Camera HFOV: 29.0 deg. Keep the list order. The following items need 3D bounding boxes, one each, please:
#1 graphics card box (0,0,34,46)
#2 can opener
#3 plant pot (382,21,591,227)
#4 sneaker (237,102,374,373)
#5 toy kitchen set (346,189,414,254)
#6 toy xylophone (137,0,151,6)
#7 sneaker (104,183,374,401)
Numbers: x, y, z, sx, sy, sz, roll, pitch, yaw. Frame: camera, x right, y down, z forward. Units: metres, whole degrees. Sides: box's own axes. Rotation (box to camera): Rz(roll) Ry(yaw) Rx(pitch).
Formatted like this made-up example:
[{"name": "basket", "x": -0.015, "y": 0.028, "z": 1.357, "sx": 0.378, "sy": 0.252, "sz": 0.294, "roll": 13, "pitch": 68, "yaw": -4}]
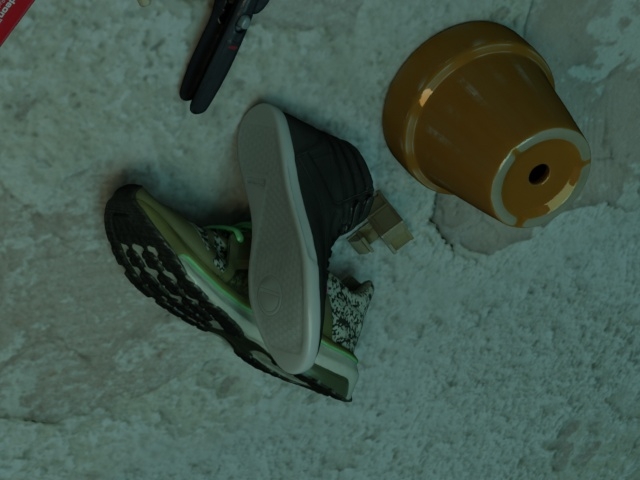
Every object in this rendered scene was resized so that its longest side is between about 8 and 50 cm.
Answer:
[{"name": "graphics card box", "x": -0.371, "y": -0.318, "z": 1.000, "sx": 0.371, "sy": 0.094, "sz": 0.233, "roll": 31, "pitch": 106, "yaw": -39}, {"name": "can opener", "x": -0.095, "y": -0.210, "z": 1.255, "sx": 0.073, "sy": 0.059, "sz": 0.186, "roll": 11, "pitch": 117, "yaw": -35}, {"name": "plant pot", "x": 0.202, "y": -0.115, "z": 1.400, "sx": 0.205, "sy": 0.188, "sz": 0.205, "roll": -15, "pitch": 130, "yaw": -19}, {"name": "sneaker", "x": 0.000, "y": 0.000, "z": 1.341, "sx": 0.147, "sy": 0.296, "sz": 0.104, "roll": 8, "pitch": 157, "yaw": -41}, {"name": "toy kitchen set", "x": 0.076, "y": 0.002, "z": 1.496, "sx": 0.068, "sy": 0.075, "sz": 0.083, "roll": -37, "pitch": 129, "yaw": 2}, {"name": "toy xylophone", "x": -0.128, "y": -0.342, "z": 1.052, "sx": 0.081, "sy": 0.236, "sz": 0.323, "roll": -4, "pitch": 146, "yaw": 24}, {"name": "sneaker", "x": -0.079, "y": 0.026, "z": 1.423, "sx": 0.410, "sy": 0.158, "sz": 0.182, "roll": 41, "pitch": 68, "yaw": -40}]
